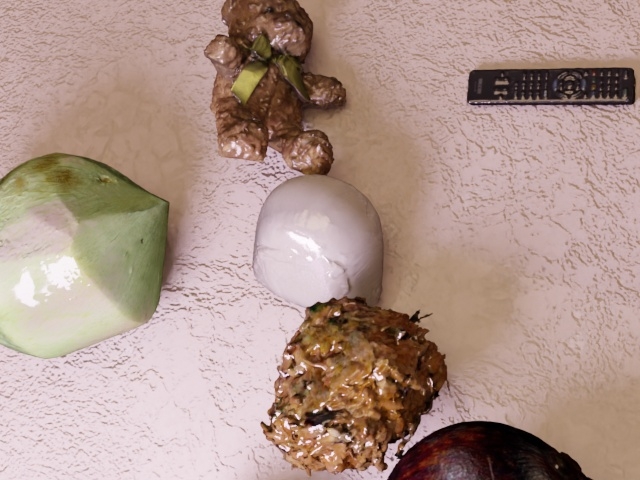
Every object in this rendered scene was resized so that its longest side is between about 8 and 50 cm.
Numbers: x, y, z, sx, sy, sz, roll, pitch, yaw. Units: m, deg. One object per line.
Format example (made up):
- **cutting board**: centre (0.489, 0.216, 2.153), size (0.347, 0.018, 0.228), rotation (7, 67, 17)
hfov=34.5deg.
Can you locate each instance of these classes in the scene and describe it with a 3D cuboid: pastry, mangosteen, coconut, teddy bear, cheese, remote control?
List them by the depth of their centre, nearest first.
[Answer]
- **mangosteen**: centre (0.192, 0.370, 1.204), size (0.330, 0.330, 0.330), rotation (-5, 70, 13)
- **pastry**: centre (0.029, 0.181, 1.338), size (0.275, 0.275, 0.193), rotation (-27, 107, 4)
- **cheese**: centre (0.000, 0.000, 1.466), size (0.198, 0.189, 0.154), rotation (17, 44, 19)
- **coconut**: centre (-0.364, 0.012, 1.503), size (0.328, 0.281, 0.328), rotation (-22, 29, 13)
- **remote control**: centre (0.341, -0.228, 1.532), size (0.245, 0.025, 0.063), rotation (3, 70, 16)
- **teddy bear**: centre (-0.062, -0.244, 1.547), size (0.222, 0.246, 0.296), rotation (-67, 27, 18)
